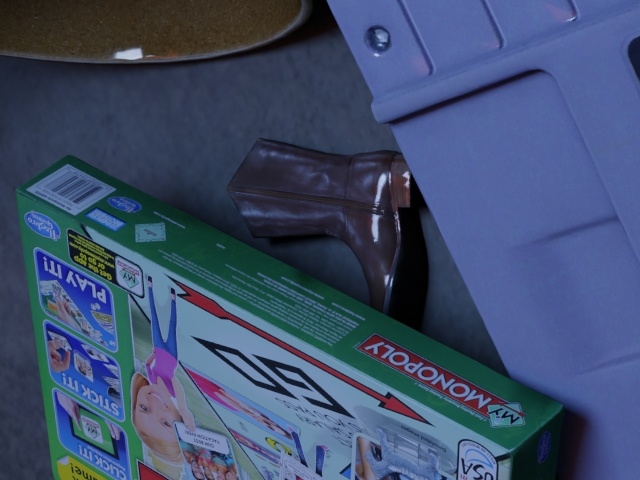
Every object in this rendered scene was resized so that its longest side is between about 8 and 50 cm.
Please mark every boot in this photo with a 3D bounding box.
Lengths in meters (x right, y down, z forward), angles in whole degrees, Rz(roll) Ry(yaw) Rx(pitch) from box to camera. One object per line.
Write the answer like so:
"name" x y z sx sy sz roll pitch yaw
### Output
"boot" 0.000 0.000 1.043 0.114 0.037 0.106 5 85 30

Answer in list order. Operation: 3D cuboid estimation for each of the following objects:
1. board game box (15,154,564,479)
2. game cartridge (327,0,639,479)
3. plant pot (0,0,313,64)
"board game box" -0.023 0.107 1.005 0.317 0.046 0.214 26 134 31
"game cartridge" 0.171 0.005 0.854 0.230 0.068 0.355 -17 105 38
"plant pot" -0.122 -0.242 1.003 0.237 0.237 0.254 -6 79 33
